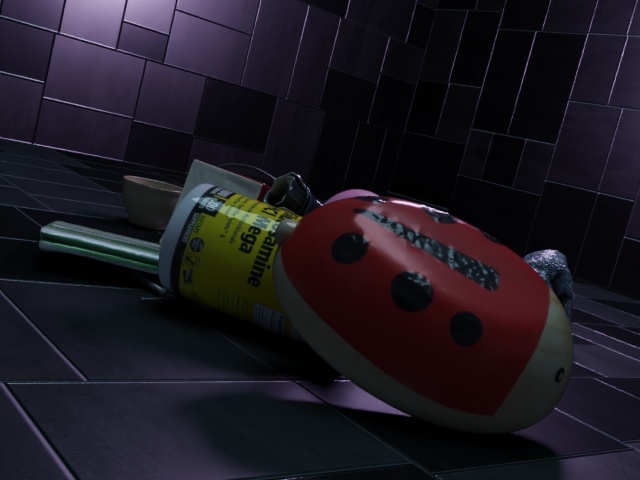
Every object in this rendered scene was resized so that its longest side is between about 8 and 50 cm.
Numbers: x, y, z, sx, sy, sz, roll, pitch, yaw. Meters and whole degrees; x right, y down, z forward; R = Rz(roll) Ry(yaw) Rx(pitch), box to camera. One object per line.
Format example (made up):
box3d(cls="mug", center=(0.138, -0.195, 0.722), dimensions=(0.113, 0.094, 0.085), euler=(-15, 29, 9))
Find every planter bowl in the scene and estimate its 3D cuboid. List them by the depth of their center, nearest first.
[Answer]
box3d(cls="planter bowl", center=(-0.420, -0.089, 1.931), dimensions=(0.162, 0.109, 0.162), euler=(14, 8, -2))

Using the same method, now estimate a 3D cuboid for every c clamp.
box3d(cls="c clamp", center=(-0.269, 0.075, 1.310), dimensions=(0.137, 0.022, 0.160), euler=(8, 10, -38))

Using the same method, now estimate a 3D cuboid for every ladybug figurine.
box3d(cls="ladybug figurine", center=(0.146, 0.076, 1.033), dimensions=(0.449, 0.162, 0.305), euler=(25, 45, -3))

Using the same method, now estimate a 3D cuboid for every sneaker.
box3d(cls="sneaker", center=(0.004, -0.034, 1.315), dimensions=(0.226, 0.086, 0.163), euler=(13, -24, 25))

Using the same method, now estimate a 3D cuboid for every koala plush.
box3d(cls="koala plush", center=(0.438, 0.105, 1.748), dimensions=(0.221, 0.203, 0.196), euler=(11, 7, -23))

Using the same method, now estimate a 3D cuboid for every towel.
box3d(cls="towel", center=(-0.385, 0.012, 1.418), dimensions=(0.247, 0.038, 0.325), euler=(13, 0, -16))

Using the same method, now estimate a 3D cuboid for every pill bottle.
box3d(cls="pill bottle", center=(-0.069, 0.047, 1.220), dimensions=(0.334, 0.188, 0.188), euler=(20, 8, 10))

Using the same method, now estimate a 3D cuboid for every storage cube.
box3d(cls="storage cube", center=(-0.155, -0.025, 1.495), dimensions=(0.215, 0.184, 0.193), euler=(22, -2, 34))

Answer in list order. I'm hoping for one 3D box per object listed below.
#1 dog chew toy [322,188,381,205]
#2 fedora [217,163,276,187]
box3d(cls="dog chew toy", center=(0.000, 0.000, 1.702), dimensions=(0.331, 0.207, 0.206), euler=(-8, 12, -12))
box3d(cls="fedora", center=(-0.179, -0.048, 1.840), dimensions=(0.275, 0.244, 0.124), euler=(24, 38, 9))
